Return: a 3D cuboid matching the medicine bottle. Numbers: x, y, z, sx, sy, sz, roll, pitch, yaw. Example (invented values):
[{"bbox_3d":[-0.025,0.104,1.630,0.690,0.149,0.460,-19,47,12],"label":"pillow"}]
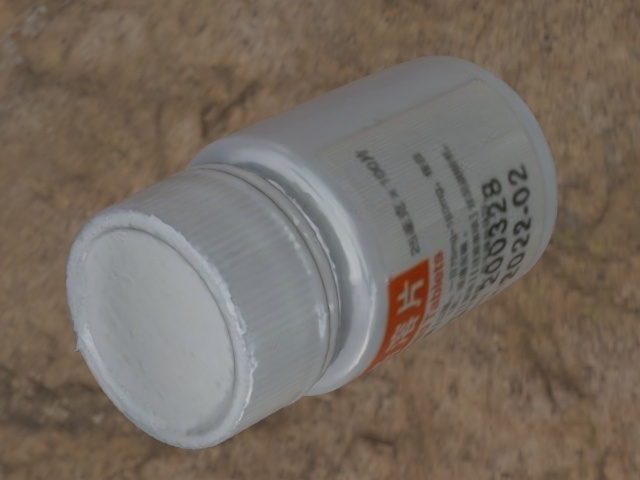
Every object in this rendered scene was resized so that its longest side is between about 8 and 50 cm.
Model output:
[{"bbox_3d":[0.000,0.000,0.936,0.144,0.252,0.144,19,119,37],"label":"medicine bottle"}]
